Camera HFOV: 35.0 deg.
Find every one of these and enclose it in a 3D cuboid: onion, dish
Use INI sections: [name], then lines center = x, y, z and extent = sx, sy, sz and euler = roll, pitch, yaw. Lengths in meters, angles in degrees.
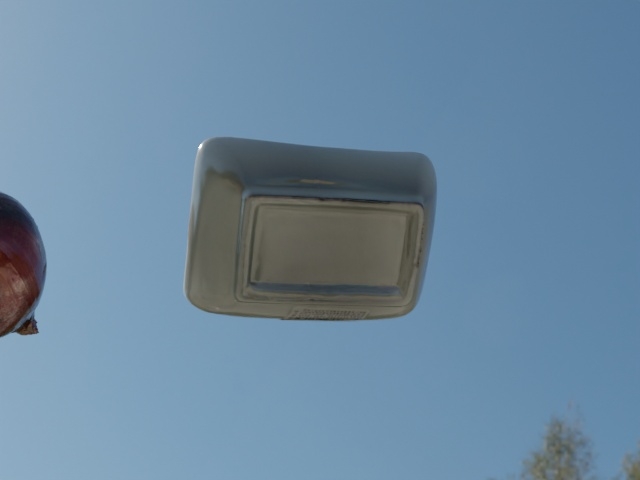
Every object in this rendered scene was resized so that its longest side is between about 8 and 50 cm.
[onion]
center = -0.349, 0.041, 1.047
extent = 0.159, 0.159, 0.195
euler = -3, -45, 19
[dish]
center = 0.000, 0.000, 0.836
extent = 0.212, 0.077, 0.151
euler = 3, -76, -17
